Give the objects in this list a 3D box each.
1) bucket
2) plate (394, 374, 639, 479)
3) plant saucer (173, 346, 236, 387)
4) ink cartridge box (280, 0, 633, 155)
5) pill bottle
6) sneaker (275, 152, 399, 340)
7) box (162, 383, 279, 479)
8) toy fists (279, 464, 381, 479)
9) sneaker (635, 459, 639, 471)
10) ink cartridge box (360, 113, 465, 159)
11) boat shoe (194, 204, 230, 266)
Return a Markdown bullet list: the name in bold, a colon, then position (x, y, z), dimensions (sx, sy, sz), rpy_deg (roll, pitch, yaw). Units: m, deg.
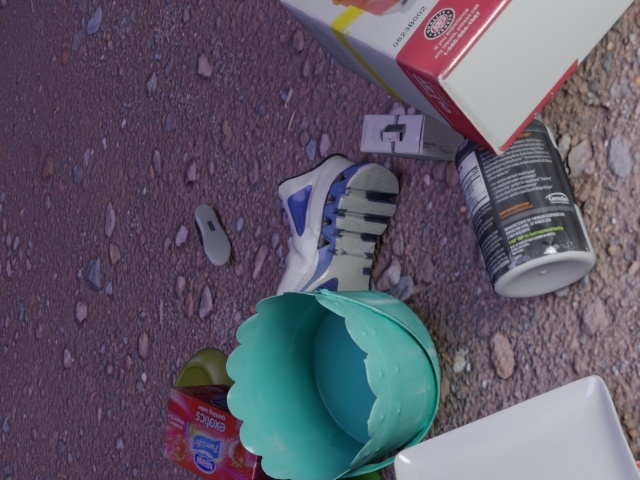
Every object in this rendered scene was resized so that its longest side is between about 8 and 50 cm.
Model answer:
- **bucket**: position (0.023, 0.198, 1.633), dimensions (0.281, 0.183, 0.281), rpy_deg (6, 99, 40)
- **plate**: position (0.231, 0.303, 1.316), dimensions (0.278, 0.045, 0.277), rpy_deg (-24, 34, 10)
- **plant saucer**: position (-0.221, 0.319, 2.150), dimensions (0.241, 0.037, 0.240), rpy_deg (-8, 80, 54)
- **ink cartridge box**: position (0.163, -0.315, 1.463), dimensions (0.279, 0.160, 0.385), rpy_deg (-51, 39, -1)
- **pill bottle**: position (0.244, -0.063, 1.436), dimensions (0.130, 0.130, 0.245), rpy_deg (-40, 55, 46)
- **sneaker**: position (0.000, -0.001, 1.805), dimensions (0.182, 0.127, 0.315), rpy_deg (42, 113, 53)
- **box**: position (-0.140, 0.333, 1.931), dimensions (0.257, 0.123, 0.128), rpy_deg (14, 99, 47)
- **toy fists**: position (-0.028, 0.428, 1.767), dimensions (0.279, 0.142, 0.096), rpy_deg (-57, 44, 34)
- **sneaker**: position (0.374, 0.264, 1.277), dimensions (0.075, 0.057, 0.161), rpy_deg (56, 133, 35)
- **ink cartridge box**: position (0.136, -0.145, 1.627), dimensions (0.135, 0.099, 0.056), rpy_deg (9, 93, 54)
- **boat shoe**: position (-0.202, -0.003, 2.154), dimensions (0.040, 0.049, 0.142), rpy_deg (105, 150, -49)
